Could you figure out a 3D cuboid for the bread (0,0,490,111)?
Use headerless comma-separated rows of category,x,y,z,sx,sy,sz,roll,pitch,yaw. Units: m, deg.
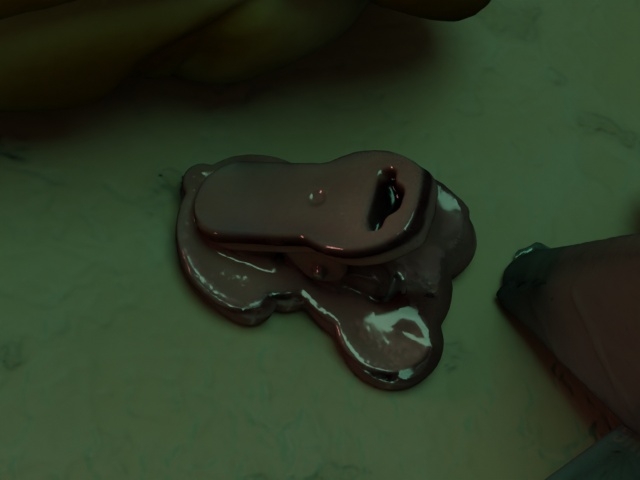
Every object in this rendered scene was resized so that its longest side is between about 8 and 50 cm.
bread,-0.119,-0.197,0.878,0.424,0.329,0.245,-11,105,-23

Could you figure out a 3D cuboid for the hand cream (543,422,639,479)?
hand cream,0.190,0.109,0.854,0.312,0.070,0.111,-34,54,-29

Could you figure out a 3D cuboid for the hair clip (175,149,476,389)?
hair clip,0.002,0.007,0.882,0.138,0.102,0.123,-2,53,20

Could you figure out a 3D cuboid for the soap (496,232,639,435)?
soap,0.251,0.084,0.809,0.159,0.302,0.258,-31,96,-16
